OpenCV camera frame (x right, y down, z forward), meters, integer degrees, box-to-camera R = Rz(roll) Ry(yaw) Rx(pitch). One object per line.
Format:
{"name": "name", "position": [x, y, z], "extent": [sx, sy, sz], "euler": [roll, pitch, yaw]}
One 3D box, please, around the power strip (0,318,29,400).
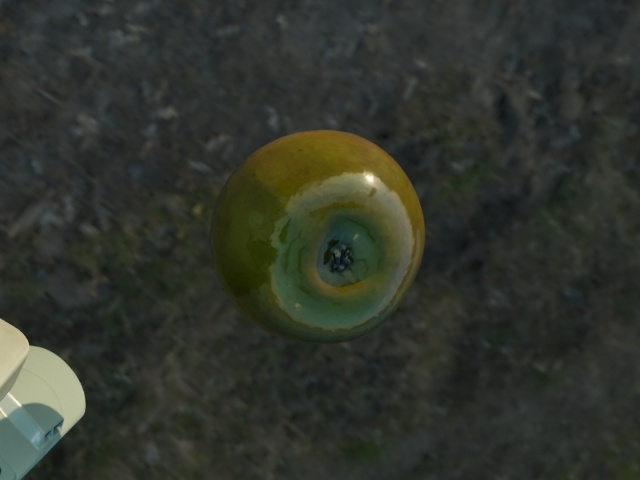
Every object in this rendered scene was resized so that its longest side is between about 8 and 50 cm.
{"name": "power strip", "position": [-0.164, 0.060, 0.637], "extent": [0.035, 0.081, 0.192], "euler": [-60, 179, 27]}

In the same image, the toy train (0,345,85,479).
{"name": "toy train", "position": [-0.146, 0.091, 0.771], "extent": [0.047, 0.043, 0.207], "euler": [-39, -176, 25]}

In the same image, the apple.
{"name": "apple", "position": [0.000, 0.000, 0.774], "extent": [0.089, 0.074, 0.089], "euler": [-5, 106, -17]}
